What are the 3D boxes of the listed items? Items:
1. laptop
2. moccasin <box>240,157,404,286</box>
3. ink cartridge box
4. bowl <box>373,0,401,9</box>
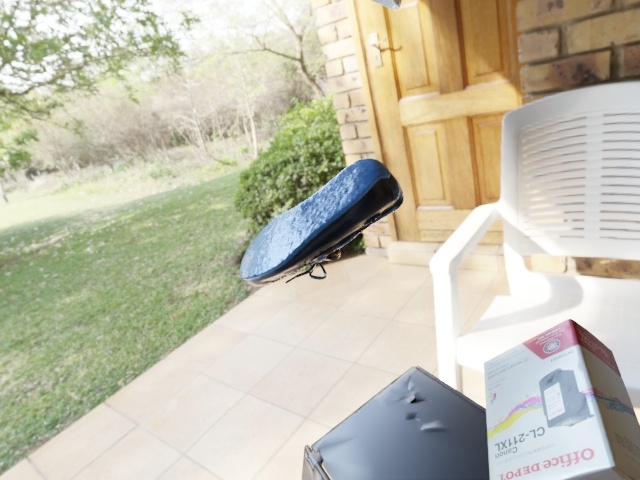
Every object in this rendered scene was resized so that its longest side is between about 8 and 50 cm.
[{"bbox_3d":[0.141,0.468,0.666,0.236,0.408,0.382,5,5,-23],"label":"laptop"},{"bbox_3d":[0.000,0.000,0.754,0.342,0.117,0.138,-31,45,28],"label":"moccasin"},{"bbox_3d":[0.246,0.188,0.439,0.127,0.072,0.175,-45,11,35],"label":"ink cartridge box"},{"bbox_3d":[0.041,-0.363,0.547,0.142,0.053,0.142,35,22,20],"label":"bowl"}]
